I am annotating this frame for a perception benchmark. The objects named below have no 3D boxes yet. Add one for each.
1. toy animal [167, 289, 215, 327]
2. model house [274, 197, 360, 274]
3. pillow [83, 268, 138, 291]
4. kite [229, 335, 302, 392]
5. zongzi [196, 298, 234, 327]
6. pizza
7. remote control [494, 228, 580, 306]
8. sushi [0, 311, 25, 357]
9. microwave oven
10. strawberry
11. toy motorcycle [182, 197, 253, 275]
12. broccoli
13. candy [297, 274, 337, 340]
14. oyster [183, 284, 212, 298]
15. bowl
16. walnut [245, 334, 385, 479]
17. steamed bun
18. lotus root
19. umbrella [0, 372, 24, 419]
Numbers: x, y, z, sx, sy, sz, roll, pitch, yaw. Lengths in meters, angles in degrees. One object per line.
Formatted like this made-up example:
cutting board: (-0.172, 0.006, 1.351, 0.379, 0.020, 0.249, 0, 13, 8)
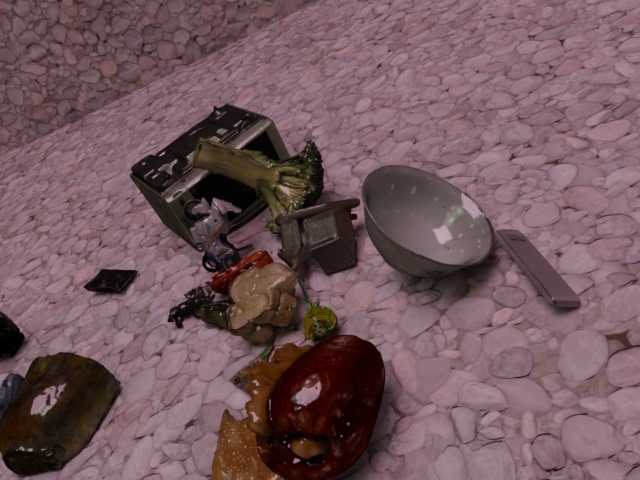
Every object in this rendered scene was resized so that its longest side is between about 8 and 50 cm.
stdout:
toy animal: (-0.331, 0.170, 1.778, 0.135, 0.047, 0.065, -31, 26, 7)
model house: (-0.003, -0.007, 1.699, 0.229, 0.122, 0.188, -14, 73, 12)
pillow: (-0.623, 0.120, 2.047, 0.150, 0.048, 0.091, -1, 51, 28)
kite: (-0.101, 0.271, 1.496, 0.244, 0.006, 0.198, -21, 26, 26)
zongzi: (-0.238, 0.165, 1.720, 0.109, 0.055, 0.119, 4, 35, 41)
pizza: (-0.145, 0.416, 1.344, 0.181, 0.034, 0.262, -30, 35, -2)
remote control: (0.431, 0.053, 1.392, 0.067, 0.029, 0.261, 3, 31, -17)
sushi: (-0.958, 0.280, 2.016, 0.212, 0.147, 0.115, -12, 41, 52)
microwave oven: (-0.324, -0.209, 2.080, 0.394, 0.247, 0.333, -40, 37, -16)
strawberry: (-0.196, 0.093, 1.765, 0.188, 0.082, 0.121, -26, 14, 21)
toy motorcycle: (-0.268, -0.020, 1.837, 0.150, 0.221, 0.102, -19, 17, -7)
broccoli: (-0.171, -0.163, 1.869, 0.361, 0.252, 0.221, 6, 45, 6)
candy: (-0.021, 0.147, 1.589, 0.077, 0.073, 0.262, -13, 26, -9)
oyster: (-0.329, 0.137, 1.841, 0.083, 0.019, 0.054, -14, 38, 21)
bowl: (0.209, -0.012, 1.510, 0.313, 0.146, 0.314, 16, 39, -13)
walnut: (-0.013, 0.289, 1.255, 0.243, 0.222, 0.269, 19, 31, 11)
steamed bun: (-0.122, 0.147, 1.614, 0.192, 0.106, 0.178, -31, 38, 12)
lotus root: (-0.662, 0.407, 1.628, 0.266, 0.149, 0.260, -9, 38, 31)
umbrella: (-0.824, 0.445, 1.769, 0.052, 0.053, 0.251, -17, 36, 15)
